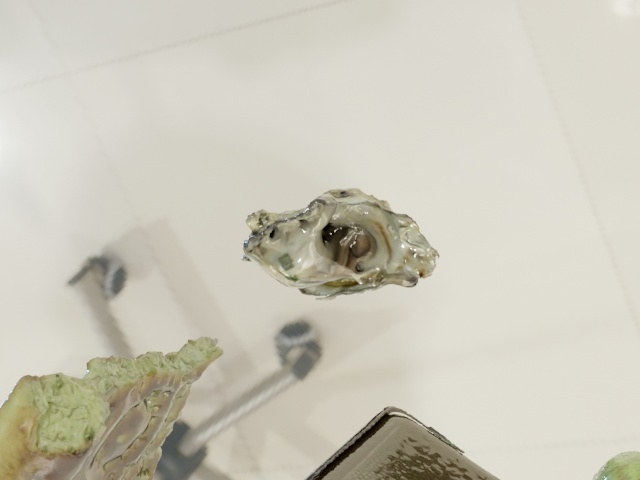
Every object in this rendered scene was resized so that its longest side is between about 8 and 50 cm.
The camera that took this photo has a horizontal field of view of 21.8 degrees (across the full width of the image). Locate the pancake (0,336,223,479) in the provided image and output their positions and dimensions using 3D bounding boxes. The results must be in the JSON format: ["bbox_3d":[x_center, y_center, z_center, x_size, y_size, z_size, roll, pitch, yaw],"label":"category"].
[{"bbox_3d":[-0.194,0.240,1.175,0.067,0.305,0.427,34,121,19],"label":"pancake"}]

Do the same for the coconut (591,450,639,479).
[{"bbox_3d":[0.227,0.190,1.158,0.088,0.088,0.096,38,114,2],"label":"coconut"}]

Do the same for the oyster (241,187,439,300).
[{"bbox_3d":[-0.002,0.001,1.162,0.165,0.053,0.108,-15,148,36],"label":"oyster"}]

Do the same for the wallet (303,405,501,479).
[{"bbox_3d":[0.024,0.146,0.725,0.110,0.198,0.031,32,122,16],"label":"wallet"}]
